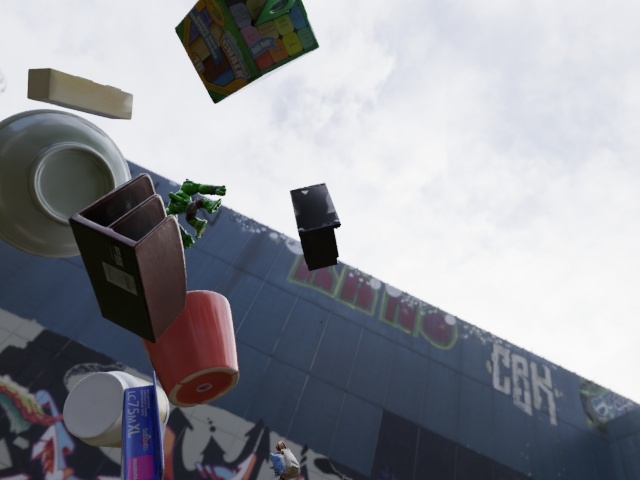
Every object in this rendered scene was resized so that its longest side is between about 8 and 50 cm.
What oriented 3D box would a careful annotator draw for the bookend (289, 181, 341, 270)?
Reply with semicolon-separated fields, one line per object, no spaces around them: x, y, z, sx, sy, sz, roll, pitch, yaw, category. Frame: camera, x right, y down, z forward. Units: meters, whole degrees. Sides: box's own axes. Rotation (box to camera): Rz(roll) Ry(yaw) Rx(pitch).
0.000;0.000;0.773;0.073;0.157;0.156;-13;-57;-1;bookend

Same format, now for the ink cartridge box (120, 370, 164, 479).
-0.340;0.409;0.787;0.065;0.185;0.311;3;-49;-28;ink cartridge box

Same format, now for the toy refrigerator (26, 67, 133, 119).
-0.715;-0.440;1.271;0.102;0.270;0.094;9;-84;26;toy refrigerator

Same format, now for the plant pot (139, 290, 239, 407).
-0.364;0.323;1.217;0.275;0.243;0.274;-19;-39;-16;plant pot

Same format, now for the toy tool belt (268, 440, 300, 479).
-0.078;0.426;0.805;0.083;0.051;0.052;31;-47;53;toy tool belt

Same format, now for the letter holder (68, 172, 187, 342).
-0.374;0.035;0.929;0.152;0.214;0.301;22;-47;13;letter holder

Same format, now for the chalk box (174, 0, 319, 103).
-0.138;-0.426;0.862;0.289;0.180;0.179;4;-53;53;chalk box

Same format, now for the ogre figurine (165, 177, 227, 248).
-0.349;-0.088;1.134;0.118;0.097;0.197;30;-87;-1;ogre figurine

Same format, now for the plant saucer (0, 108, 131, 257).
-0.672;-0.147;1.122;0.101;0.400;0.400;5;-48;34;plant saucer

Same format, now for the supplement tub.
-0.713;0.604;1.494;0.241;0.240;0.331;11;-27;12;supplement tub
